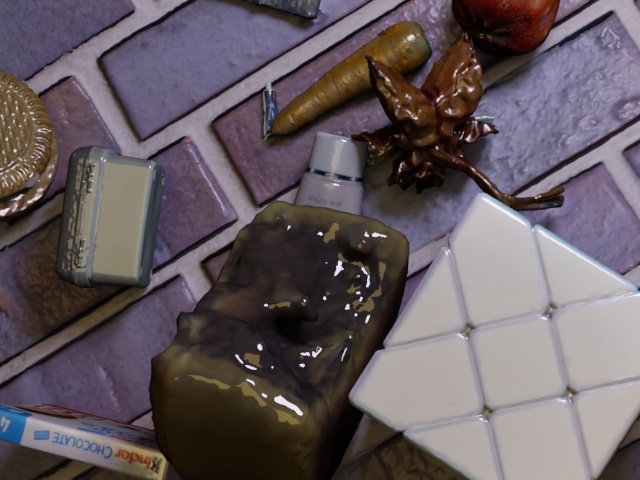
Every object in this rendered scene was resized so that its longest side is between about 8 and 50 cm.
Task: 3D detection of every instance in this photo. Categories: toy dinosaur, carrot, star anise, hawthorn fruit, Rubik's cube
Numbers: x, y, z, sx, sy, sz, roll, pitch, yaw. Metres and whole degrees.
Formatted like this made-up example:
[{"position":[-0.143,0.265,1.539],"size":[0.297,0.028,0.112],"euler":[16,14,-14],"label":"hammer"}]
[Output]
[{"position":[0.152,-0.144,1.920],"size":[0.187,0.044,0.106],"euler":[9,96,-2],"label":"toy dinosaur"},{"position":[0.027,-0.225,1.935],"size":[0.298,0.078,0.078],"euler":[-31,80,9],"label":"carrot"},{"position":[0.194,-0.146,1.834],"size":[0.346,0.148,0.237],"euler":[37,99,-4],"label":"star anise"},{"position":[0.278,-0.360,1.863],"size":[0.157,0.157,0.194],"euler":[35,81,11],"label":"hawthorn fruit"},{"position":[0.265,0.160,1.729],"size":[0.322,0.316,0.319],"euler":[32,91,12],"label":"Rubik's cube"}]

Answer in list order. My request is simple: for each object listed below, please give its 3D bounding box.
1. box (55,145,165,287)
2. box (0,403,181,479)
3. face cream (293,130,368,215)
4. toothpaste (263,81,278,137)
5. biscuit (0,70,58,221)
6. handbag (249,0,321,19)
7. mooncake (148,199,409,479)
[{"position":[-0.308,-0.030,1.936],"size":[0.129,0.148,0.210],"euler":[8,88,3],"label":"box"},{"position":[-0.305,0.281,1.844],"size":[0.273,0.265,0.048],"euler":[13,86,10],"label":"box"},{"position":[0.000,0.000,1.912],"size":[0.143,0.089,0.314],"euler":[13,95,10],"label":"face cream"},{"position":[-0.076,-0.196,1.973],"size":[0.027,0.019,0.083],"euler":[-5,87,-8],"label":"toothpaste"},{"position":[-0.517,-0.146,1.963],"size":[0.259,0.079,0.259],"euler":[8,61,-15],"label":"biscuit"},{"position":[-0.105,-0.446,1.977],"size":[0.270,0.088,0.175],"euler":[22,97,11],"label":"handbag"},{"position":[-0.054,0.143,1.718],"size":[0.246,0.394,0.393],"euler":[13,90,15],"label":"mooncake"}]
